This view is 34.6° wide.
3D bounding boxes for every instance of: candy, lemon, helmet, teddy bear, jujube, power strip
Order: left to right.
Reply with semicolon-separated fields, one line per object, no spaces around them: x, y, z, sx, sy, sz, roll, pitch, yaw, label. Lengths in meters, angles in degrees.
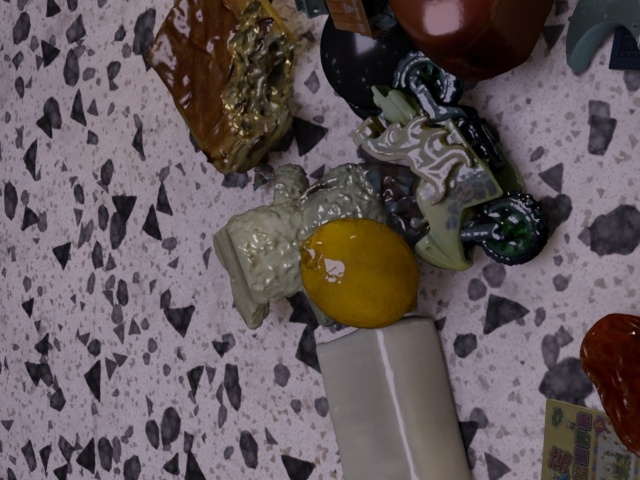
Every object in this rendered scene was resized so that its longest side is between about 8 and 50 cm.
-0.137;-0.193;2.181;0.053;0.046;0.182;-30;67;44;candy
0.000;0.000;2.006;0.375;0.362;0.327;123;126;-74;teddy bear
0.068;0.055;1.767;0.188;0.256;0.188;-40;32;32;lemon
0.086;-0.351;1.883;0.230;0.160;0.279;51;122;28;helmet
0.132;0.328;1.877;0.208;0.145;0.359;-21;77;42;candy
0.442;-0.337;1.582;0.216;0.044;0.137;-174;87;-67;power strip
0.492;0.215;1.514;0.255;0.190;0.190;45;121;41;jujube

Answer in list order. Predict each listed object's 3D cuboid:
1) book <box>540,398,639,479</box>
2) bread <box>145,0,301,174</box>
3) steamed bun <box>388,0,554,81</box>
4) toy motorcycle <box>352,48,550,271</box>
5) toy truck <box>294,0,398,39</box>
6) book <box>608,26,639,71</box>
0.447;0.359;1.669;0.192;0.013;0.168;8;98;44;book
-0.166;-0.354;2.107;0.314;0.191;0.370;-48;66;28;bread
0.240;-0.459;1.626;0.248;0.235;0.379;22;88;32;steamed bun
0.214;-0.120;1.760;0.237;0.168;0.410;-33;79;30;toy motorcycle
0.092;-0.514;1.788;0.184;0.133;0.338;13;58;30;toy truck
0.510;-0.381;1.514;0.191;0.025;0.269;-148;64;-67;book
